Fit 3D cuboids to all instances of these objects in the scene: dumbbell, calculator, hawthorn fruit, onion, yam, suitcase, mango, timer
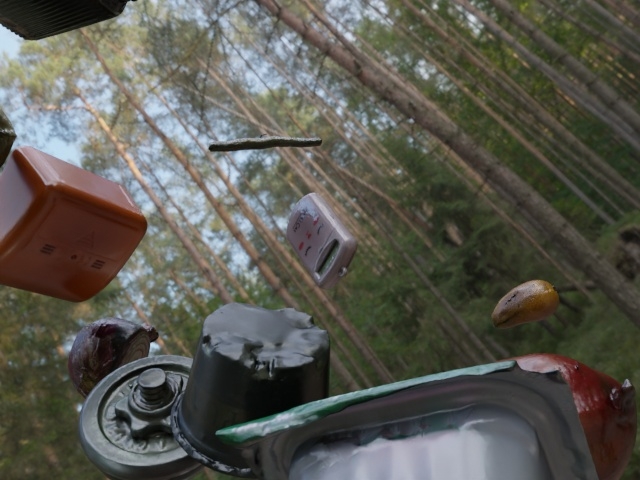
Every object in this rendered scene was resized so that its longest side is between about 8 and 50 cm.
[{"bbox_3d":[-0.199,0.319,0.854,0.179,0.179,0.406,-21,-48,-32],"label":"dumbbell"},{"bbox_3d":[0.000,0.000,1.057,0.032,0.175,0.100,10,-59,-38],"label":"calculator"},{"bbox_3d":[0.391,0.337,1.169,0.311,0.295,0.295,-17,-25,3],"label":"hawthorn fruit"},{"bbox_3d":[-0.425,0.231,1.388,0.218,0.139,0.195,-57,-24,-58],"label":"onion"},{"bbox_3d":[-0.112,-0.198,1.342,0.234,0.029,0.027,-2,-55,7],"label":"yam"},{"bbox_3d":[-0.390,-0.390,0.913,0.202,0.312,0.128,33,-113,-47],"label":"suitcase"},{"bbox_3d":[0.454,0.138,1.483,0.159,0.084,0.105,-22,10,36],"label":"mango"},{"bbox_3d":[-0.493,-0.004,1.249,0.250,0.161,0.257,-54,-39,8],"label":"timer"}]

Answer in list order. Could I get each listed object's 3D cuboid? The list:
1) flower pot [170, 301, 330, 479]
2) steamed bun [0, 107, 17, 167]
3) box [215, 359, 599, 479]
[{"bbox_3d":[-0.057,0.127,0.615,0.157,0.157,0.107,-13,-61,-43],"label":"flower pot"},{"bbox_3d":[-0.566,-0.156,1.050,0.110,0.213,0.231,0,-19,14],"label":"steamed bun"},{"bbox_3d":[0.097,0.262,0.519,0.264,0.106,0.337,-17,-62,19],"label":"box"}]
